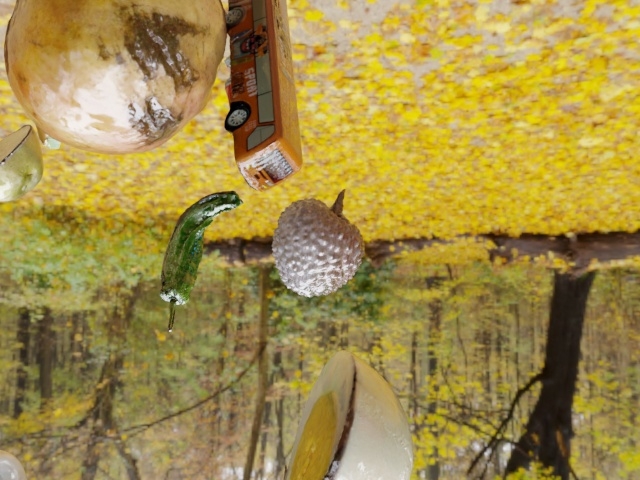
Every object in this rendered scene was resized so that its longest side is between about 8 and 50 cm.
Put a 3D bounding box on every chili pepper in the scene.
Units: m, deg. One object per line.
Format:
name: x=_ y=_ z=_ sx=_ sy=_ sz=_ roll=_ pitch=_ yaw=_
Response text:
chili pepper: x=-0.238 y=0.031 z=1.128 sx=0.122 sy=0.279 sz=0.065 roll=7 pitch=162 yaw=47

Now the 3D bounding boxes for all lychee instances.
lychee: x=0.000 y=0.000 z=1.040 sx=0.165 sy=0.197 sz=0.165 roll=33 pitch=-178 yaw=-1

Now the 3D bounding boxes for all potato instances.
potato: x=-0.728 y=-0.167 z=1.454 sx=0.182 sy=0.202 sz=0.117 roll=11 pitch=148 yaw=50

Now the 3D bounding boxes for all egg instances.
egg: x=0.069 y=0.385 z=1.129 sx=0.201 sy=0.337 sz=0.337 roll=22 pitch=168 yaw=-13

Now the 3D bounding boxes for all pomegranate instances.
pomegranate: x=-0.282 y=-0.277 z=0.850 sx=0.322 sy=0.322 sz=0.322 roll=1 pitch=174 yaw=0

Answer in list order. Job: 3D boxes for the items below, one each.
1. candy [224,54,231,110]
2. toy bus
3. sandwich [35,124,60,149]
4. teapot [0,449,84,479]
candy: x=-0.185 y=-0.328 z=1.525 sx=0.086 sy=0.292 sz=0.059 roll=-11 pitch=173 yaw=-5
toy bus: x=-0.094 y=-0.264 z=0.941 sx=0.092 sy=0.409 sz=0.093 roll=-16 pitch=148 yaw=16
sandwich: x=-0.765 y=-0.412 z=1.745 sx=0.212 sy=0.245 sz=0.063 roll=-21 pitch=174 yaw=43
teapot: x=-0.367 y=0.444 z=0.813 sx=0.252 sy=0.424 sz=0.280 roll=-10 pitch=-148 yaw=9
